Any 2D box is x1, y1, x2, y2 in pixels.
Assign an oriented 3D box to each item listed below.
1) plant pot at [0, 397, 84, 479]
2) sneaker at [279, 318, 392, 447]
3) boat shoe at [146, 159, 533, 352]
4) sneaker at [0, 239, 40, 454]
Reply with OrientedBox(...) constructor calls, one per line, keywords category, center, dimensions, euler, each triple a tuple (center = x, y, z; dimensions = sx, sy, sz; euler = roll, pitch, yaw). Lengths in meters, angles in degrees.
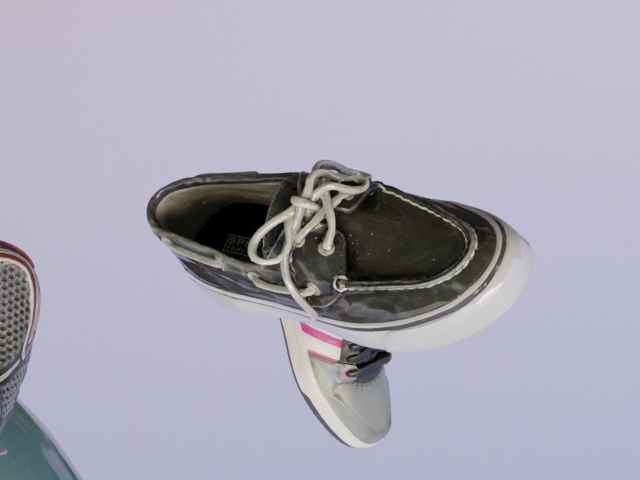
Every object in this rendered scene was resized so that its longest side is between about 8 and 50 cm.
OrientedBox(category="plant pot", center=(-0.378, 0.240, 1.645), dimensions=(0.272, 0.255, 0.271), euler=(-25, -168, 6))
OrientedBox(category="sneaker", center=(0.058, 0.079, 1.765), dimensions=(0.178, 0.295, 0.124), euler=(-9, -164, 42))
OrientedBox(category="boat shoe", center=(0.002, -0.004, 1.162), dimensions=(0.306, 0.105, 0.113), euler=(12, -113, 45))
OrientedBox(category="sneaker", center=(-0.241, 0.127, 1.004), dimensions=(0.112, 0.121, 0.299), euler=(-18, -139, 46))
